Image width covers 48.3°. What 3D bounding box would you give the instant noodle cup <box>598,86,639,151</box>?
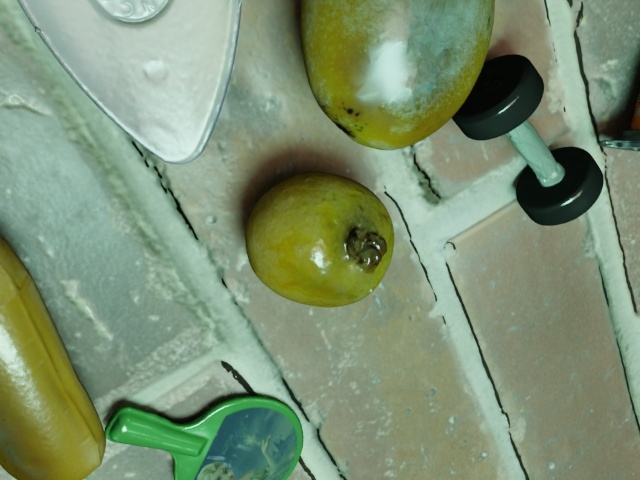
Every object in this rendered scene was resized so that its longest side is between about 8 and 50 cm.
[{"bbox_3d":[0.444,-0.163,0.834,0.208,0.177,0.126,3,98,-10],"label":"instant noodle cup"}]

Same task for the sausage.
[{"bbox_3d":[-0.301,0.094,0.665,0.112,0.112,0.329,-22,116,-12],"label":"sausage"}]

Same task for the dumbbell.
[{"bbox_3d":[0.234,-0.108,0.800,0.100,0.100,0.191,-46,122,2],"label":"dumbbell"}]

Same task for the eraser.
[{"bbox_3d":[-0.155,-0.186,0.626,0.204,0.059,0.244,-18,114,-15],"label":"eraser"}]

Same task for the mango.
[{"bbox_3d":[0.080,-0.241,0.654,0.192,0.146,0.317,5,104,-33],"label":"mango"}]

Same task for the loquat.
[{"bbox_3d":[0.000,0.000,0.726,0.163,0.163,0.137,43,61,-31],"label":"loquat"}]

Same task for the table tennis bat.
[{"bbox_3d":[-0.131,0.243,0.842,0.257,0.039,0.161,26,99,-32],"label":"table tennis bat"}]
